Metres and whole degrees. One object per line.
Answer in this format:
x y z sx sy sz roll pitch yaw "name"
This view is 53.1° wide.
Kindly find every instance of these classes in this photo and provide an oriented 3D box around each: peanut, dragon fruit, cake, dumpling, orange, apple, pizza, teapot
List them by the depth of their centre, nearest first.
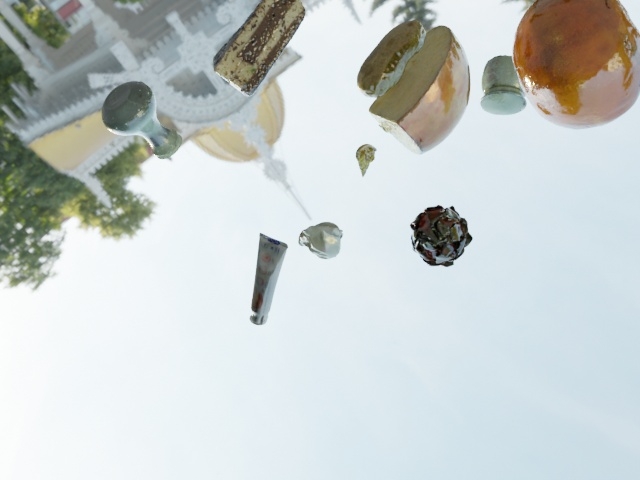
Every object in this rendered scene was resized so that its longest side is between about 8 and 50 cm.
0.504 -0.355 1.261 0.226 0.284 0.284 -24 -145 22 "orange"
-0.137 -0.442 1.446 0.246 0.112 0.135 -42 -153 27 "cake"
0.176 -0.451 1.591 0.095 0.108 0.226 39 -87 32 "peanut"
0.334 -0.014 1.801 0.182 0.189 0.182 1 -110 -2 "dragon fruit"
0.302 -0.421 1.801 0.252 0.314 0.309 42 -86 18 "apple"
0.000 0.000 1.887 0.127 0.188 0.108 -3 -105 -9 "dumpling"
-0.550 -0.366 1.999 0.183 0.251 0.183 -16 -127 22 "teapot"
0.148 -0.253 2.036 0.026 0.109 0.123 12 -164 32 "pizza"

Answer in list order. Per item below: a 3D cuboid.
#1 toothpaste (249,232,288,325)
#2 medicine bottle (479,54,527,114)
-0.172 0.126 2.000 0.100 0.323 0.066 24 -146 15 "toothpaste"
0.574 -0.479 1.989 0.147 0.147 0.143 -4 -110 39 "medicine bottle"
